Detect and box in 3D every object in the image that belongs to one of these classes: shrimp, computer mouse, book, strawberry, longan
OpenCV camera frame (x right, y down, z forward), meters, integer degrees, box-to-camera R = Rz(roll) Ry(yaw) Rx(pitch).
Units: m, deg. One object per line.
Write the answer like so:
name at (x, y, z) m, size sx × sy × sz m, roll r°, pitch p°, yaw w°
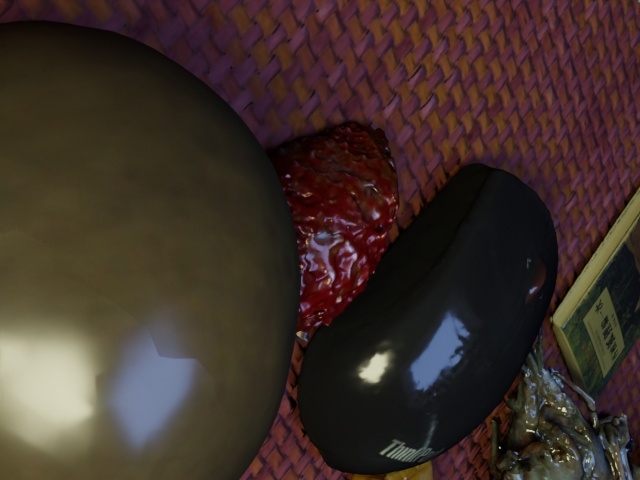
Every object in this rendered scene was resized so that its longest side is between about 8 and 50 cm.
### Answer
shrimp at (0.251, 0.219, 1.163) m, size 0.172 × 0.137 × 0.372 m, roll -13°, pitch 131°, yaw 0°
computer mouse at (0.102, 0.075, 0.976) m, size 0.269 × 0.100 × 0.170 m, roll -49°, pitch 140°, yaw -20°
book at (0.315, 0.040, 1.255) m, size 0.228 × 0.024 × 0.160 m, roll -52°, pitch 141°, yaw -18°
strawberry at (-0.002, 0.003, 0.838) m, size 0.192 × 0.085 × 0.140 m, roll -18°, pitch 119°, yaw -44°
longan at (-0.128, 0.027, 0.577) m, size 0.258 × 0.258 × 0.258 m, roll -23°, pitch 124°, yaw -40°

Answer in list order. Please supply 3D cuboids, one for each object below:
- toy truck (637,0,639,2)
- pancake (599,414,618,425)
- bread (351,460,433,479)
toy truck at (0.270, -0.249, 1.047) m, size 0.073 × 0.056 × 0.090 m, roll -51°, pitch 150°, yaw -24°
pancake at (0.287, 0.258, 1.327) m, size 0.152 × 0.025 × 0.151 m, roll -25°, pitch 127°, yaw -39°
bread at (0.062, 0.241, 1.045) m, size 0.074 × 0.053 × 0.132 m, roll -23°, pitch 122°, yaw -40°
